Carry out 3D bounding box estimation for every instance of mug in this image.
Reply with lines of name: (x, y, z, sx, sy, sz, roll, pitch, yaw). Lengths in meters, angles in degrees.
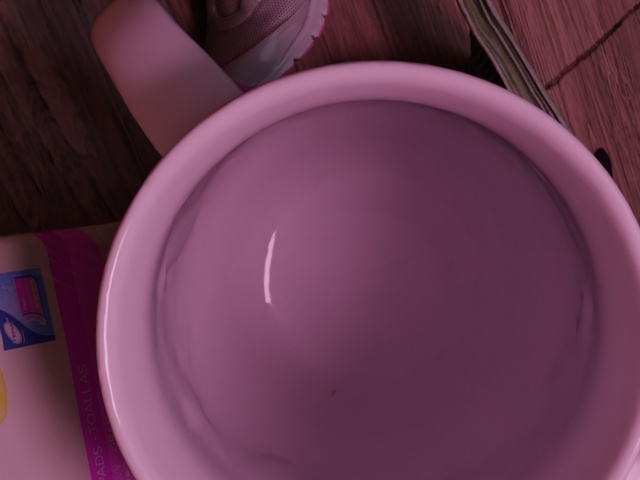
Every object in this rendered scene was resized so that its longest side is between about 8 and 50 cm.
mug: (0.000, 0.000, 0.778, 0.374, 0.276, 0.328, 48, 5, -3)

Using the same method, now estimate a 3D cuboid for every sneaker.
sneaker: (-0.060, -0.220, 0.970, 0.111, 0.103, 0.252, 31, 53, -39)

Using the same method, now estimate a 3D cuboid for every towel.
towel: (0.186, -0.095, 1.123, 0.248, 0.038, 0.325, 61, 9, 6)

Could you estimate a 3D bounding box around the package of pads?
package of pads: (-0.216, 0.118, 0.699, 0.296, 0.101, 0.229, -8, 88, -51)

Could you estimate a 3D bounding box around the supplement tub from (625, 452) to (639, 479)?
supplement tub: (0.304, 0.199, 1.140, 0.331, 0.241, 0.241, -11, 92, -82)
